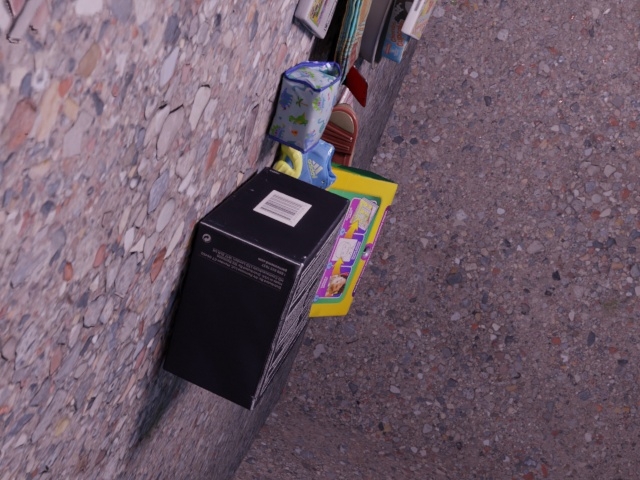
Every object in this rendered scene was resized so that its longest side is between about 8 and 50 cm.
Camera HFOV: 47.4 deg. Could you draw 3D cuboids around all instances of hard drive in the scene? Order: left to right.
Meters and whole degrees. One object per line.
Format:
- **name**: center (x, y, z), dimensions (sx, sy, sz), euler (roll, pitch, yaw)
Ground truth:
- **hard drive**: center (0.044, -0.413, 1.599), dimensions (0.135, 0.022, 0.094), euler (-56, 167, -63)

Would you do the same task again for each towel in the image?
- **towel**: center (0.060, -0.341, 1.991), dimensions (0.197, 0.029, 0.144), euler (84, 28, -78)
- **towel**: center (0.093, -0.503, 1.394), dimensions (0.271, 0.040, 0.370), euler (-67, 173, -63)

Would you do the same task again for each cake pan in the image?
- **cake pan**: center (0.168, -0.594, 1.896), dimensions (0.293, 0.054, 0.293), euler (22, 90, -84)

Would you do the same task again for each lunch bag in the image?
- **lunch bag**: center (-0.018, -0.245, 1.301), dimensions (0.151, 0.096, 0.129), euler (-42, 156, -54)

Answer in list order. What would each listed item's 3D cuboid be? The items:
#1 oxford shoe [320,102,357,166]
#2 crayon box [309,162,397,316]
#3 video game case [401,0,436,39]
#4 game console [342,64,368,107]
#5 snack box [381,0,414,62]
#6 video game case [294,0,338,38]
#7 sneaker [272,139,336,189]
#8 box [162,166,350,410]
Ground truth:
- **oxford shoe**: center (0.026, -0.180, 1.844), dimensions (0.130, 0.123, 0.348), euler (-68, 179, -65)
- **crayon box**: center (0.000, 0.000, 1.708), dimensions (0.313, 0.106, 0.363), euler (6, 109, -52)
- **video game case**: center (0.259, -0.589, 1.755), dimensions (0.206, 0.026, 0.227), euler (-66, 173, 16)
- **game console**: center (0.095, -0.413, 1.755), dimensions (0.144, 0.085, 0.124), euler (90, 24, -77)
- **snack box**: center (0.237, -0.625, 1.834), dimensions (0.322, 0.060, 0.187), euler (103, 13, -61)
- **video game case**: center (0.020, -0.455, 1.217), dimensions (0.193, 0.023, 0.212), euler (-37, 149, -79)
- **sneaker**: center (-0.043, -0.103, 1.451), dimensions (0.091, 0.126, 0.240), euler (-52, 163, -69)
- **box**: center (-0.106, 0.071, 1.251), dimensions (0.296, 0.182, 0.294), euler (-53, 163, -62)
